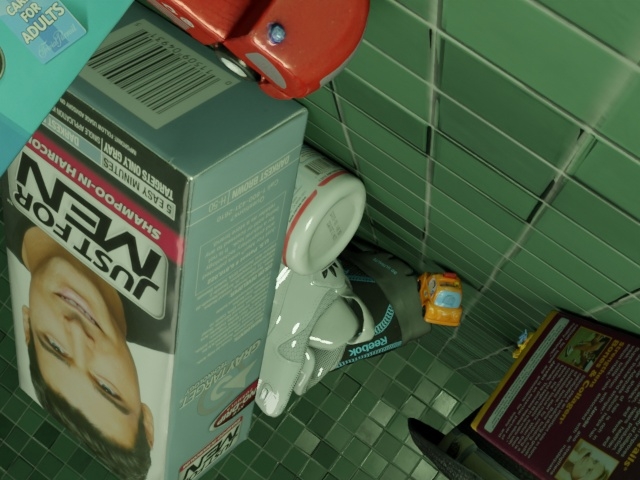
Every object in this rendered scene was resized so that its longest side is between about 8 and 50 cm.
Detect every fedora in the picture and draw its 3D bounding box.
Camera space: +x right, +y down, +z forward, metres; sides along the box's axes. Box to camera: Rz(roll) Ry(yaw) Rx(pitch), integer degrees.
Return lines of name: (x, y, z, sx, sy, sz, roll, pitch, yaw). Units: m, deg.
fedora: (0.245, 0.224, 0.961, 0.334, 0.152, 0.334, 36, 178, 2)

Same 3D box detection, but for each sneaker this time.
sneaker: (-0.110, 0.090, 0.959, 0.210, 0.366, 0.137, 54, -146, 4)
sneaker: (-0.021, 0.051, 1.131, 0.341, 0.139, 0.125, 21, 133, 58)

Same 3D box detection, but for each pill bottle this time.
pill bottle: (-0.049, -0.049, 0.753, 0.160, 0.087, 0.087, 35, 176, 23)

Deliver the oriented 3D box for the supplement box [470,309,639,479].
supplement box: (0.184, 0.119, 0.589, 0.081, 0.104, 0.188, 36, 176, -15)

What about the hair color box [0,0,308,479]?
hair color box: (-0.139, 0.024, 0.736, 0.185, 0.113, 0.374, 35, 138, 22)

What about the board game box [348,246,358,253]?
board game box: (0.000, 0.000, 1.377, 0.259, 0.030, 0.136, 36, 174, 7)

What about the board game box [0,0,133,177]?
board game box: (-0.258, -0.064, 0.538, 0.079, 0.336, 0.254, 39, 175, -37)

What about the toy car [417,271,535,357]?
toy car: (0.145, 0.058, 0.862, 0.122, 0.060, 0.040, 20, 131, 1)

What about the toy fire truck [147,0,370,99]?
toy fire truck: (-0.053, -0.113, 0.285, 0.192, 0.047, 0.135, 37, 175, -20)
